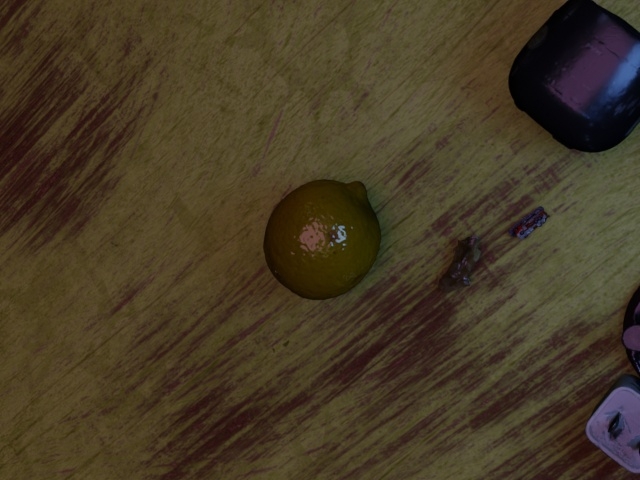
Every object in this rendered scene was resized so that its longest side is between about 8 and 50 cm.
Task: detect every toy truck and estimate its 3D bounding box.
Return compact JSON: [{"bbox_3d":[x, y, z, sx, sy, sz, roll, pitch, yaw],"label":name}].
[{"bbox_3d":[0.402,-0.031,1.741,0.083,0.024,0.032,-42,54,17],"label":"toy truck"}]

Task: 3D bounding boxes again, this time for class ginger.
[{"bbox_3d":[0.280,0.048,1.788,0.057,0.044,0.137,22,108,-9],"label":"ginger"}]

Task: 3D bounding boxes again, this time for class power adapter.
[{"bbox_3d":[0.550,0.329,1.592,0.130,0.205,0.125,39,105,16],"label":"power adapter"}]

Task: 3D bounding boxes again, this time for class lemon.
[{"bbox_3d":[0.005,-0.006,1.798,0.228,0.228,0.253,46,118,15],"label":"lemon"}]

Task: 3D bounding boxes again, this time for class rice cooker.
[{"bbox_3d":[0.473,-0.287,1.588,0.267,0.267,0.224,42,113,16],"label":"rice cooker"}]

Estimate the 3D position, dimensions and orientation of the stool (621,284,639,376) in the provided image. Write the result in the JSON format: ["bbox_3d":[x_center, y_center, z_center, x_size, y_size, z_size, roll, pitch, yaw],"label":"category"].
[{"bbox_3d":[0.661,0.169,1.554,0.272,0.178,0.272,1,93,21],"label":"stool"}]
